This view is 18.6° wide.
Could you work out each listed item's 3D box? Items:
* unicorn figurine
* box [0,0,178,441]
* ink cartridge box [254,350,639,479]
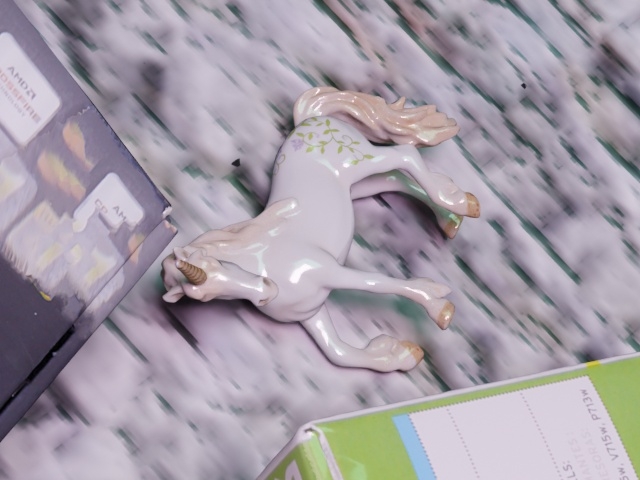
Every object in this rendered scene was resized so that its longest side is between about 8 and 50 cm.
[{"bbox_3d":[0.000,0.000,0.745,0.111,0.060,0.162,23,38,-9],"label":"unicorn figurine"},{"bbox_3d":[-0.256,-0.048,0.534,0.395,0.097,0.318,54,46,-18],"label":"box"},{"bbox_3d":[-0.021,0.129,0.566,0.255,0.189,0.097,-9,66,-28],"label":"ink cartridge box"}]
